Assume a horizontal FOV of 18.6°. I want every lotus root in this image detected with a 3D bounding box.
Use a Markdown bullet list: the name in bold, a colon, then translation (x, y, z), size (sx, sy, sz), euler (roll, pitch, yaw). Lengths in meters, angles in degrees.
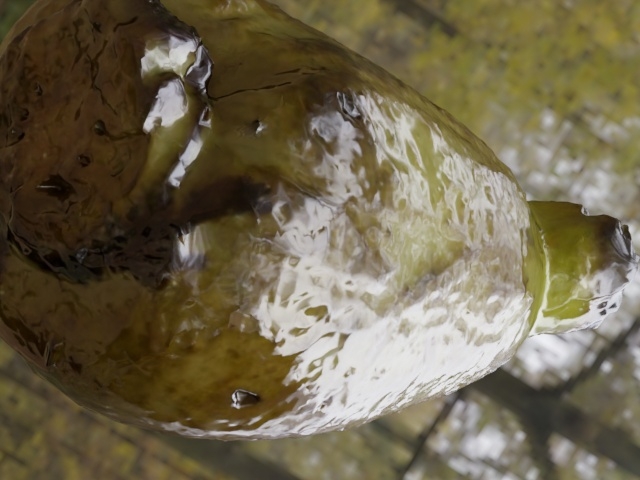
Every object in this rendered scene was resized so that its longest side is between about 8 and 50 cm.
- **lotus root**: translation (0.000, 0.000, 0.460), size (0.094, 0.190, 0.108), euler (-33, -122, 30)
